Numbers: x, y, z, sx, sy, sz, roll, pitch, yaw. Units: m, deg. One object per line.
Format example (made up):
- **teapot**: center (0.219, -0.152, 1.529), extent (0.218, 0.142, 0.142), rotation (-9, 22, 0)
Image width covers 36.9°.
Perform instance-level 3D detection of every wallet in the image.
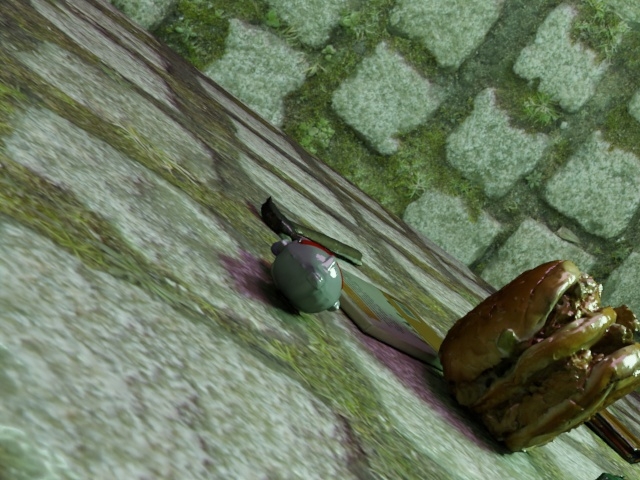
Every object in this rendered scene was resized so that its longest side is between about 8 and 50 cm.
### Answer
- **wallet**: center (0.607, 0.396, 1.991), extent (0.161, 0.042, 0.195), rotation (48, 9, 27)

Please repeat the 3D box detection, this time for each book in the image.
- **book**: center (0.098, 0.109, 1.408), extent (0.295, 0.020, 0.208), rotation (30, 12, -45)

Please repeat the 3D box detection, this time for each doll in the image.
- **doll**: center (-0.016, 0.039, 1.109), extent (0.102, 0.075, 0.227), rotation (47, -2, -7)

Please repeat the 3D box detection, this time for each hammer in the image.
- **hammer**: center (0.000, 0.001, 1.556), extent (0.125, 0.027, 0.297), rotation (49, 13, 30)

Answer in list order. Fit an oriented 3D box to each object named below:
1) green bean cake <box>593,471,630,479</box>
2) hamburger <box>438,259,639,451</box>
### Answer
- **green bean cake**: center (0.354, 0.338, 0.987), extent (0.208, 0.107, 0.193), rotation (43, 10, 36)
- **hamburger**: center (0.279, 0.160, 1.256), extent (0.245, 0.260, 0.211), rotation (-26, 75, -33)
